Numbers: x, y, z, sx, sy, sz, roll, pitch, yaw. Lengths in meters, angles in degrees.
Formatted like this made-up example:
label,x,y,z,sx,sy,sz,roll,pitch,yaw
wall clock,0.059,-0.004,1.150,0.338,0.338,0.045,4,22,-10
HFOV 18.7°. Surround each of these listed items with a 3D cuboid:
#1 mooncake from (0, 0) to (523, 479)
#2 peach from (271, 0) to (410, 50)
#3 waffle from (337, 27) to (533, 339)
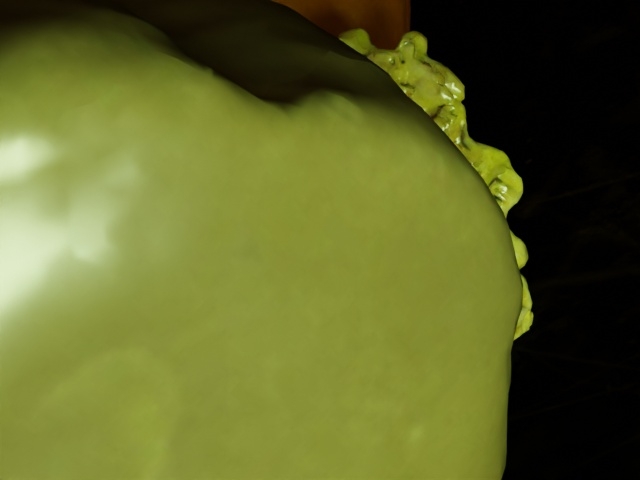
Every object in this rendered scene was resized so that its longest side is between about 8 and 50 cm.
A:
label,x,y,z,sx,sy,sz,roll,pitch,yaw
mooncake,-0.139,0.080,0.950,0.467,0.467,0.262,-40,41,-6
peach,-0.094,-0.163,1.380,0.342,0.342,0.302,-12,56,40
waffle,0.000,0.000,1.191,0.254,0.245,0.052,-25,-8,11
